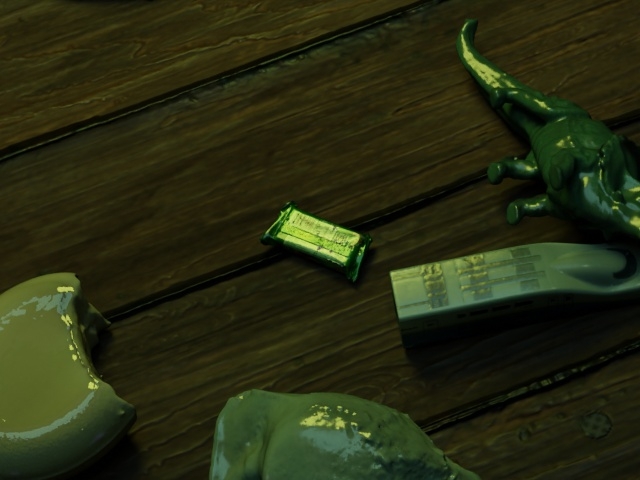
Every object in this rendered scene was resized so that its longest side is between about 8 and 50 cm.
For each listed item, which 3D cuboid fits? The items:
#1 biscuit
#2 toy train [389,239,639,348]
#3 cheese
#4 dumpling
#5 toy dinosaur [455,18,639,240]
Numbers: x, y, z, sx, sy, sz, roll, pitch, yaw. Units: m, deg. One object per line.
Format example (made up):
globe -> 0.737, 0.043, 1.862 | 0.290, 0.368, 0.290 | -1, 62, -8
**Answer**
biscuit -> 0.000, 0.000, 1.393 | 0.089, 0.016, 0.046 | 22, 63, 22
toy train -> 0.172, 0.031, 1.323 | 0.234, 0.051, 0.052 | -11, 59, 1
cheese -> -0.255, 0.137, 1.307 | 0.249, 0.071, 0.163 | -35, 58, -14
dumpling -> 0.012, 0.178, 1.213 | 0.219, 0.108, 0.152 | 17, 60, 22
toy dinosaur -> 0.176, -0.077, 1.378 | 0.120, 0.079, 0.292 | -23, 46, -33
